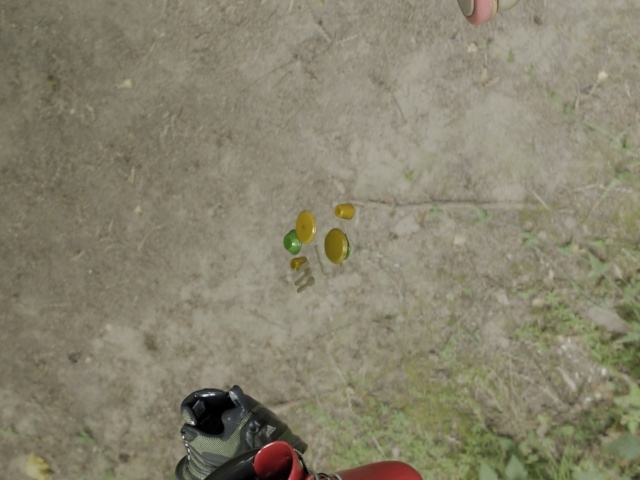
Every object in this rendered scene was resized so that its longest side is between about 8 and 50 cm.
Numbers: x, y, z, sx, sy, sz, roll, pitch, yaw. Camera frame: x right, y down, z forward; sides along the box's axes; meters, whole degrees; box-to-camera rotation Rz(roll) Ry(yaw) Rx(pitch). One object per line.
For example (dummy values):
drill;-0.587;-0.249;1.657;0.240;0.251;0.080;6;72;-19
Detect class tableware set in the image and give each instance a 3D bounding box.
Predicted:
tableware set;0.000;0.000;1.077;0.024;0.104;0.154;-2;153;-36

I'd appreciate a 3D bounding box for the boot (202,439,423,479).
boot;0.005;0.202;0.609;0.244;0.088;0.176;-14;136;-34

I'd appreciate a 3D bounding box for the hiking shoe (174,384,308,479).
hiking shoe;-0.103;0.205;0.825;0.114;0.086;0.227;55;140;-1

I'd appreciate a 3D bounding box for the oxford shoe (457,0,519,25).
oxford shoe;0.142;-0.334;0.557;0.130;0.123;0.348;-3;98;-1
